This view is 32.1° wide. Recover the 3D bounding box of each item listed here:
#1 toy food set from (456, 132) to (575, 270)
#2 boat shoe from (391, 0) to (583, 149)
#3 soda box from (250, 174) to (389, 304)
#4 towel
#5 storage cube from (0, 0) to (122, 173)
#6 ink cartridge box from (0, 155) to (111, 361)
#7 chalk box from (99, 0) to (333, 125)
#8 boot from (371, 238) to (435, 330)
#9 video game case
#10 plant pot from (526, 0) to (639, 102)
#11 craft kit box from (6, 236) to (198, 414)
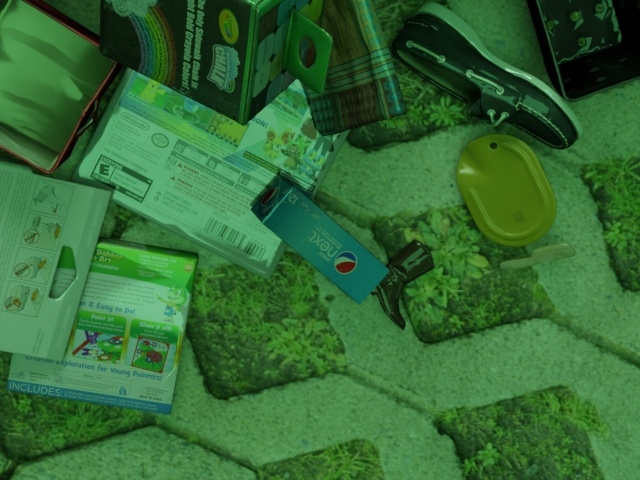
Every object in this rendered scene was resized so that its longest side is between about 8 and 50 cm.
[{"bbox_3d":[0.291,-0.066,1.677,0.128,0.071,0.218,-21,101,24],"label":"toy food set"},{"bbox_3d":[0.237,-0.215,1.601,0.302,0.114,0.091,37,76,5],"label":"boat shoe"},{"bbox_3d":[0.000,0.000,1.629,0.210,0.067,0.071,41,91,-26],"label":"soda box"},{"bbox_3d":[-0.004,-0.325,1.472,0.040,0.271,0.370,-20,96,-18],"label":"towel"},{"bbox_3d":[-0.392,-0.225,1.513,0.215,0.193,0.183,31,97,-9],"label":"storage cube"},{"bbox_3d":[-0.451,0.021,1.577,0.239,0.060,0.275,13,101,-26],"label":"ink cartridge box"},{"bbox_3d":[-0.104,-0.280,1.371,0.289,0.179,0.180,27,137,15],"label":"chalk box"},{"bbox_3d":[0.137,0.067,1.701,0.114,0.037,0.106,-37,104,-2],"label":"boot"},{"bbox_3d":[-0.151,-0.145,1.631,0.329,0.036,0.300,27,97,-9],"label":"video game case"},{"bbox_3d":[0.387,-0.317,1.579,0.187,0.167,0.188,-19,101,-1],"label":"plant pot"},{"bbox_3d":[-0.325,0.119,1.658,0.250,0.061,0.246,10,103,-7],"label":"craft kit box"}]
